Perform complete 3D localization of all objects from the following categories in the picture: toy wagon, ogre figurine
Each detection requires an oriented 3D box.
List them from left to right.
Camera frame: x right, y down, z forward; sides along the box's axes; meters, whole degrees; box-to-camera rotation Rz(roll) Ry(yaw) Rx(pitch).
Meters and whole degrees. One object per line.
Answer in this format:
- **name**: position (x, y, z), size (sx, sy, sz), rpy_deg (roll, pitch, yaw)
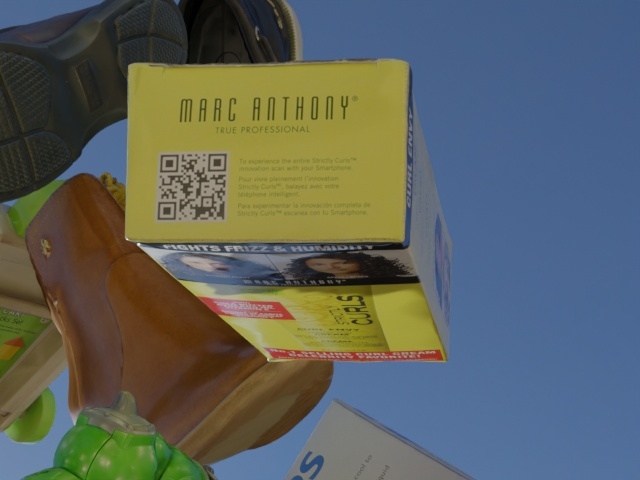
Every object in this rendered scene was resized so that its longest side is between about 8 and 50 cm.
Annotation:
- **toy wagon**: position (-0.275, 0.058, 1.157), size (0.344, 0.068, 0.267), rpy_deg (-46, -36, 19)
- **ogre figurine**: position (-0.107, 0.145, 0.555), size (0.197, 0.097, 0.118), rpy_deg (-33, -43, -22)

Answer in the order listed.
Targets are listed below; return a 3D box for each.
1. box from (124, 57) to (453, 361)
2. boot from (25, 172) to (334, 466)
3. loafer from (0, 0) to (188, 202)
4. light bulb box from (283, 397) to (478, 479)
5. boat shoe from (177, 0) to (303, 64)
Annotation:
- **box**: position (0.000, 0.000, 0.512), size (0.087, 0.058, 0.232), rpy_deg (0, -13, 7)
- **boot**: position (-0.109, 0.047, 0.877), size (0.104, 0.211, 0.295), rpy_deg (-18, -15, -30)
- **loafer**: position (-0.188, -0.088, 0.873), size (0.084, 0.267, 0.096), rpy_deg (3, -66, 33)
- **light bulb box**: position (0.160, 0.349, 1.161), size (0.358, 0.361, 0.225), rpy_deg (38, -99, -34)
- **boat shoe**: position (-0.069, -0.032, 1.045), size (0.127, 0.113, 0.340), rpy_deg (4, -94, 16)
